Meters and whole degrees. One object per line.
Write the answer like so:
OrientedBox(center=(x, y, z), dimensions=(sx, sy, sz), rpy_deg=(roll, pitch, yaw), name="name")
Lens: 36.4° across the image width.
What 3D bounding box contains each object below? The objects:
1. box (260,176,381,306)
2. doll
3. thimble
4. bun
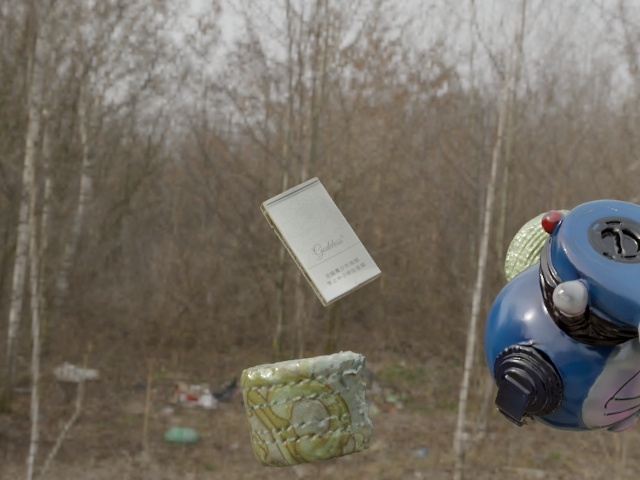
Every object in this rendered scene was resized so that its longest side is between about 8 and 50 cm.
OrientedBox(center=(0.000, 0.000, 1.568), dimensions=(0.109, 0.198, 0.029), rpy_deg=(-27, -16, -23), name="box")
OrientedBox(center=(0.331, 0.105, 1.210), dimensions=(0.240, 0.310, 0.284), rpy_deg=(36, 53, 28), name="doll")
OrientedBox(center=(-0.015, 0.239, 1.393), dimensions=(0.191, 0.143, 0.137), rpy_deg=(-12, -6, 14), name="thimble")
OrientedBox(center=(0.425, 0.047, 1.724), dimensions=(0.195, 0.195, 0.118), rpy_deg=(3, -13, 37), name="bun")
